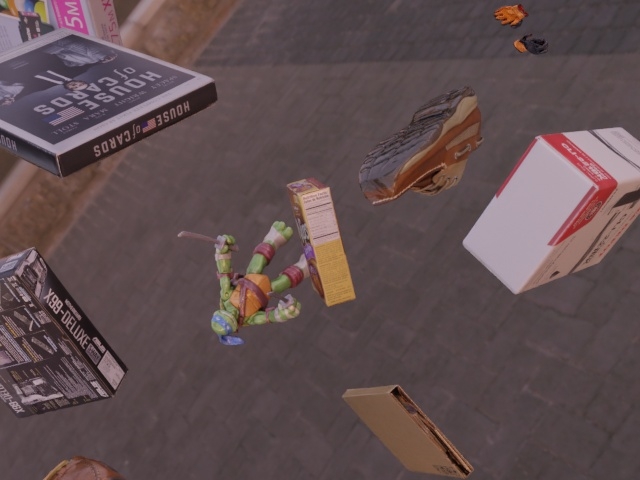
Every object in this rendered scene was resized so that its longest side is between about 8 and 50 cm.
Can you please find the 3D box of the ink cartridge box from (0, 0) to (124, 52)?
[{"bbox_3d":[-0.417,-0.325,1.152,0.311,0.186,0.065,11,42,19],"label":"ink cartridge box"}]

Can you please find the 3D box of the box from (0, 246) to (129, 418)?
[{"bbox_3d":[-0.534,0.179,1.613,0.242,0.307,0.076,-17,30,25],"label":"box"}]

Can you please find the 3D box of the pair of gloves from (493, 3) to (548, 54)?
[{"bbox_3d":[0.267,-0.280,1.186,0.010,0.083,0.074,-46,19,-9],"label":"pair of gloves"}]

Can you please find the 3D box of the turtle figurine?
[{"bbox_3d":[-0.106,0.058,1.737,0.197,0.275,0.266,15,39,28],"label":"turtle figurine"}]

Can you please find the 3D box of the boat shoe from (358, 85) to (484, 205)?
[{"bbox_3d":[0.179,-0.133,1.391,0.122,0.120,0.324,-11,22,42],"label":"boat shoe"}]

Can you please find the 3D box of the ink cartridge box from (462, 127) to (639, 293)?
[{"bbox_3d":[0.360,-0.050,1.278,0.114,0.273,0.197,46,125,24],"label":"ink cartridge box"}]

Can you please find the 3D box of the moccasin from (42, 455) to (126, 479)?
[{"bbox_3d":[-0.402,0.429,1.114,0.147,0.139,0.380,13,56,37],"label":"moccasin"}]

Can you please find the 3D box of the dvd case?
[{"bbox_3d":[-0.242,-0.138,0.838,0.238,0.030,0.179,23,43,35],"label":"dvd case"}]

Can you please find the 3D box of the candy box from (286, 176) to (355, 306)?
[{"bbox_3d":[0.000,0.000,1.417,0.053,0.187,0.109,-15,15,-9],"label":"candy box"}]

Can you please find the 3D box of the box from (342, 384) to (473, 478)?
[{"bbox_3d":[0.122,0.279,1.306,0.021,0.164,0.201,-43,4,-20],"label":"box"}]
